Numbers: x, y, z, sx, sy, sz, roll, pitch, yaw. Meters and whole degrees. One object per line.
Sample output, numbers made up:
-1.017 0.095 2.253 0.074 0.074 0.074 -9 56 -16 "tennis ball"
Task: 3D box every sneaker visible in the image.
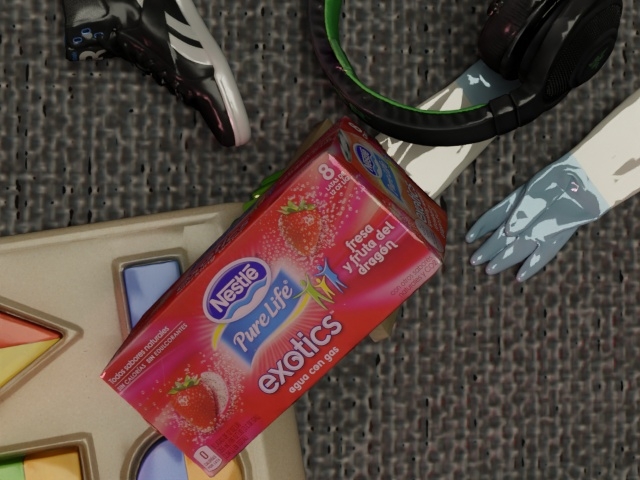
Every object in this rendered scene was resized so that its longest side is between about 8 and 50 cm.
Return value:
-0.156 -0.160 1.206 0.121 0.079 0.217 -26 85 -9 "sneaker"

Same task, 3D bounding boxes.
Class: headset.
0.174 -0.247 1.196 0.394 0.185 0.243 -27 71 1 "headset"

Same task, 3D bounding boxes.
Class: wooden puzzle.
-0.189 0.145 1.178 0.348 0.080 0.322 -9 89 -13 "wooden puzzle"

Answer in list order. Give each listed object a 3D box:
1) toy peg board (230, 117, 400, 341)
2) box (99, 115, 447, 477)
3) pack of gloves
0.000 0.000 1.202 0.079 0.161 0.160 -26 105 21 "toy peg board"
-0.033 0.041 1.060 0.122 0.128 0.257 44 108 -7 "box"
0.199 -0.088 1.302 0.232 0.046 0.195 -37 95 -1 "pack of gloves"
